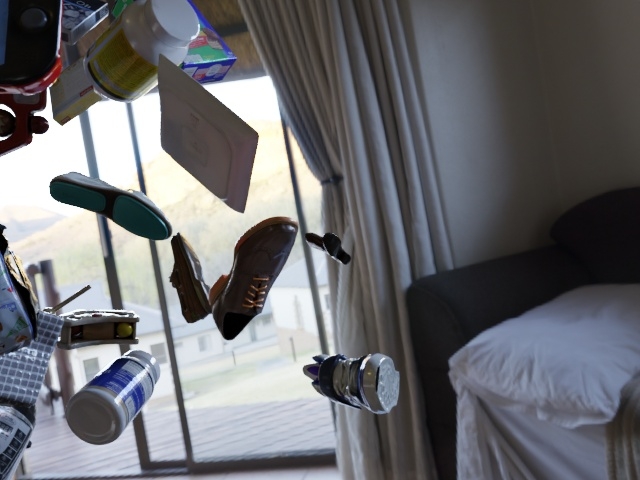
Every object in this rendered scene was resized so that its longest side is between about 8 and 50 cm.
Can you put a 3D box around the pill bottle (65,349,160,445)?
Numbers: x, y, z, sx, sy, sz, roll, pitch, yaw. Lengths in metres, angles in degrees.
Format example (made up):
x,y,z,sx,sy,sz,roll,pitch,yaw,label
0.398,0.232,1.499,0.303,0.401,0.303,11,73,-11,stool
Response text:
x,y,z,sx,sy,sz,roll,pitch,yaw,label
-0.532,0.401,1.457,0.153,0.153,0.264,-10,12,10,pill bottle

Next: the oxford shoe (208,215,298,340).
x,y,z,sx,sy,sz,roll,pitch,yaw,label
-0.141,0.091,1.239,0.130,0.132,0.363,8,-44,-29,oxford shoe

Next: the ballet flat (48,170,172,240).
x,y,z,sx,sy,sz,roll,pitch,yaw,label
-0.644,-0.127,1.750,0.400,0.139,0.139,21,-4,-6,ballet flat

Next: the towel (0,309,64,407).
x,y,z,sx,sy,sz,roll,pitch,yaw,label
-0.765,0.251,1.291,0.121,0.235,0.284,-20,-36,37,towel

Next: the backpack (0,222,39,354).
x,y,z,sx,sy,sz,roll,pitch,yaw,label
-0.695,0.118,1.129,0.213,0.263,0.276,-31,2,-28,backpack

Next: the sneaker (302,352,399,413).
x,y,z,sx,sy,sz,roll,pitch,yaw,label
0.055,0.333,1.318,0.236,0.130,0.323,3,-17,17,sneaker

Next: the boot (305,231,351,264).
x,y,z,sx,sy,sz,roll,pitch,yaw,label
0.000,0.000,1.132,0.037,0.106,0.114,-48,46,-11,boot

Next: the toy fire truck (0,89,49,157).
x,y,z,sx,sy,sz,roll,pitch,yaw,label
-0.813,-0.353,1.377,0.254,0.302,0.169,1,4,-6,toy fire truck

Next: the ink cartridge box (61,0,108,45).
x,y,z,sx,sy,sz,roll,pitch,yaw,label
-0.681,-0.582,1.398,0.208,0.206,0.045,16,-46,-3,ink cartridge box

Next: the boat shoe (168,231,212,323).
x,y,z,sx,sy,sz,roll,pitch,yaw,label
-0.418,0.109,1.692,0.104,0.307,0.110,-30,-31,2,boat shoe

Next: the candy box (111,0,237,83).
x,y,z,sx,sy,sz,roll,pitch,yaw,label
-0.473,-0.668,1.810,0.122,0.317,0.268,-42,-4,36,candy box

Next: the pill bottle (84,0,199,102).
x,y,z,sx,sy,sz,roll,pitch,yaw,label
-0.480,-0.522,1.495,0.334,0.187,0.188,-19,-6,41,pill bottle

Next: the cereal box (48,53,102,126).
x,y,z,sx,sy,sz,roll,pitch,yaw,label
-0.830,-0.508,1.864,0.173,0.240,0.047,-32,-37,6,cereal box

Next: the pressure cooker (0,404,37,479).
x,y,z,sx,sy,sz,roll,pitch,yaw,label
-1.034,0.559,1.568,0.376,0.420,0.370,18,-46,-13,pressure cooker

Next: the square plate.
x,y,z,sx,sy,sz,roll,pitch,yaw,label
-0.320,-0.262,1.470,0.049,0.347,0.344,-43,-13,-32,square plate

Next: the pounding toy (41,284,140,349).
x,y,z,sx,sy,sz,roll,pitch,yaw,label
-0.636,0.209,1.520,0.270,0.154,0.154,3,4,-12,pounding toy

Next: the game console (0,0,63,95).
x,y,z,sx,sy,sz,roll,pitch,yaw,label
-0.626,-0.400,0.910,0.387,0.342,0.060,-2,-12,-10,game console
